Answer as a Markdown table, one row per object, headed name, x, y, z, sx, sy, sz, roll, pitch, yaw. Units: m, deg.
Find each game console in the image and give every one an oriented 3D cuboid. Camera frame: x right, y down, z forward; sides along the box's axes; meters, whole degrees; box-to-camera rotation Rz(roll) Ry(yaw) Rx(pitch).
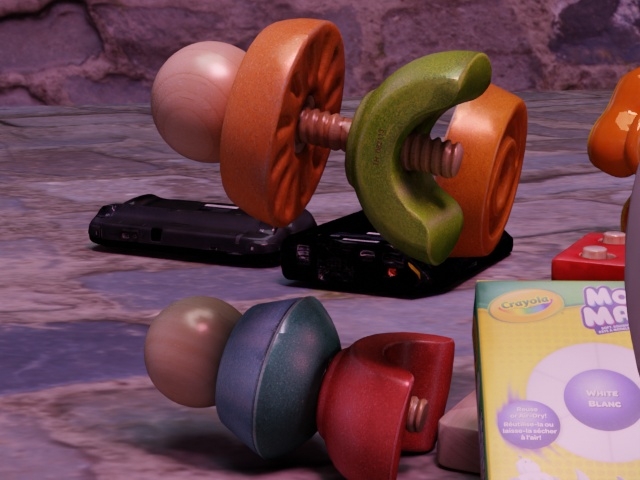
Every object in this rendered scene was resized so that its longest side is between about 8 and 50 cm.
| name | x | y | z | sx | sy | sz | roll | pitch | yaw |
| --- | --- | --- | --- | --- | --- | --- | --- | --- | --- |
| game console | -0.027 | -0.007 | 1.216 | 0.361 | 0.044 | 0.213 | 6 | 12 | 26 |

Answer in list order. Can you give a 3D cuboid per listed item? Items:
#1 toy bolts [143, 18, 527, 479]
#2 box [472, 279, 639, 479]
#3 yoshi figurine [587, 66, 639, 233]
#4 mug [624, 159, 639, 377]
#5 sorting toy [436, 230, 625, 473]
| name | x | y | z | sx | sy | sz | roll | pitch | yaw |
| --- | --- | --- | --- | --- | --- | --- | --- | --- | --- |
| toy bolts | 0.000 | 0.000 | 0.732 | 0.158 | 0.228 | 0.218 | 14 | 10 | 17 |
| box | 0.121 | 0.076 | 0.611 | 0.105 | 0.043 | 0.179 | 0 | 40 | 2 |
| yoshi figurine | 0.405 | -0.056 | 1.090 | 0.203 | 0.203 | 0.362 | -1 | 13 | -38 |
| mug | 0.282 | -0.018 | 0.300 | 0.374 | 0.276 | 0.328 | 11 | -16 | 4 |
| sorting toy | 0.228 | 0.061 | 0.764 | 0.255 | 0.089 | 0.257 | 6 | 13 | 25 |
